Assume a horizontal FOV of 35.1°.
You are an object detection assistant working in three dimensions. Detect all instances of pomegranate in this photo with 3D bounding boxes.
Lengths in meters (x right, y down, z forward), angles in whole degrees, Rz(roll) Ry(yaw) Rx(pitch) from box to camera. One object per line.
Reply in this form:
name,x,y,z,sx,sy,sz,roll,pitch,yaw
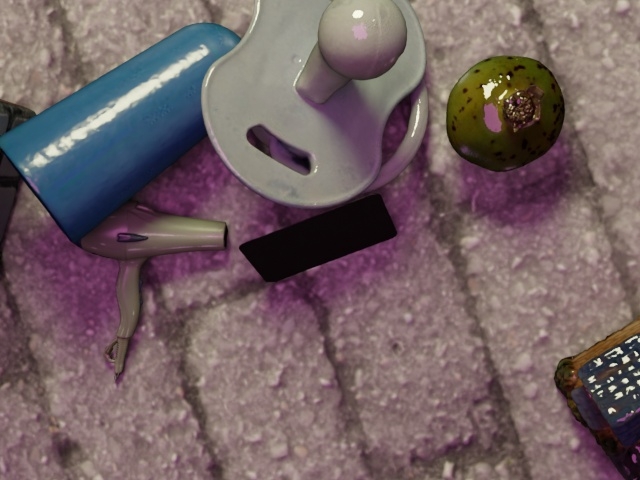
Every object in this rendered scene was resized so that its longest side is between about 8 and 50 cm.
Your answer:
pomegranate,0.192,-0.128,1.039,0.130,0.130,0.130,0,91,6

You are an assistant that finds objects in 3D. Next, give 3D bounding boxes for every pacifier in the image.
pacifier,0.023,-0.167,0.995,0.238,0.226,0.287,32,73,-10

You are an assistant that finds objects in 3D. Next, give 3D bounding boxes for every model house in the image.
model house,0.353,0.173,1.006,0.166,0.172,0.183,-32,88,5

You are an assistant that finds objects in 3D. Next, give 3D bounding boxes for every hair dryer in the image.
hair dryer,-0.176,0.049,1.124,0.167,0.067,0.199,-11,101,1

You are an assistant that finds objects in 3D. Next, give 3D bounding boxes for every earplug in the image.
earplug,-0.188,-0.129,1.062,0.273,0.132,0.132,-38,87,-12

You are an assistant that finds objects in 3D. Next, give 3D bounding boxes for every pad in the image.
pad,0.000,0.000,1.074,0.157,0.112,0.003,-21,62,6

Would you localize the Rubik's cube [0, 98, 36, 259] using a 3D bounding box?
Rubik's cube,-0.530,-0.032,1.008,0.344,0.344,0.337,17,94,6
